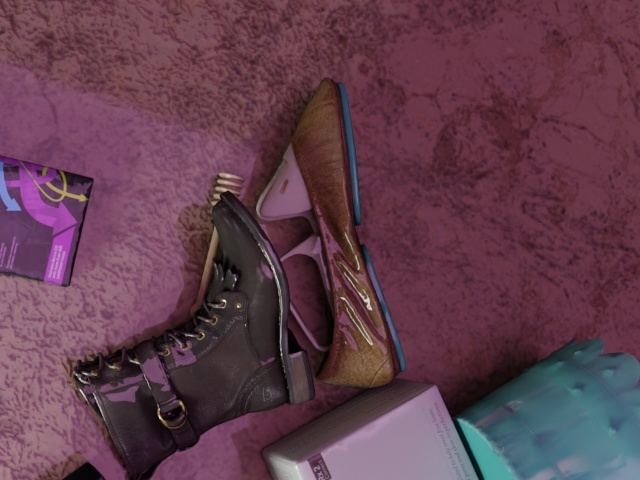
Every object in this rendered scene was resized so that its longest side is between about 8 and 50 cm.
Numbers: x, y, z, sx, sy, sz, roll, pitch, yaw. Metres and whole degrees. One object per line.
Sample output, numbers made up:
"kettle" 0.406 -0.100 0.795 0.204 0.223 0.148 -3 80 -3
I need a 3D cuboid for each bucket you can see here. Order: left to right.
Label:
"bucket" 0.272 0.260 1.105 0.183 0.281 0.281 -25 96 -13

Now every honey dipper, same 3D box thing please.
"honey dipper" -0.114 0.007 1.100 0.030 0.030 0.160 16 83 -19

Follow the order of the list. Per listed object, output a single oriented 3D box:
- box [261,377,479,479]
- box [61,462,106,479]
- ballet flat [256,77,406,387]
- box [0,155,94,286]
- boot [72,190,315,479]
"box" 0.062 0.269 1.104 0.182 0.119 0.181 -26 97 -20
"box" -0.246 0.330 0.998 0.158 0.093 0.156 -33 99 -20
"ballet flat" 0.000 0.000 1.115 0.124 0.116 0.342 -12 95 -2
"box" -0.319 -0.026 1.024 0.162 0.029 0.116 13 82 -18
"boot" -0.140 0.101 1.041 0.229 0.091 0.263 -18 101 -11
